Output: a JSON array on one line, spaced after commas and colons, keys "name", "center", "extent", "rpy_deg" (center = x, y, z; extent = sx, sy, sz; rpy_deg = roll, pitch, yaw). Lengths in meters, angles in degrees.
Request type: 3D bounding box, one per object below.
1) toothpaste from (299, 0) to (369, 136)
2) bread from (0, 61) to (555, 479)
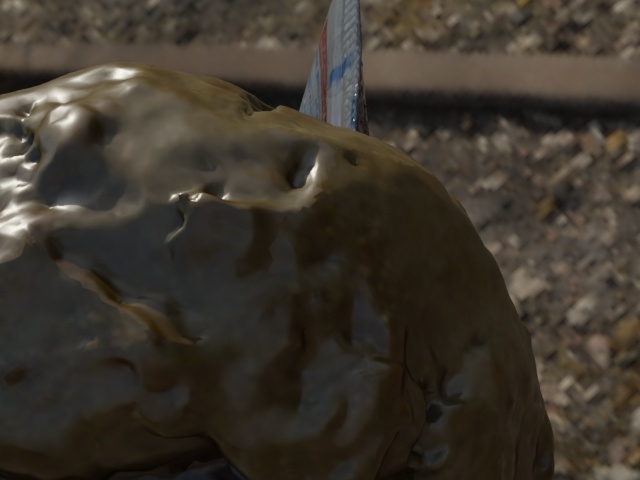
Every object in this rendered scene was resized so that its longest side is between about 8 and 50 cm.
[{"name": "toothpaste", "center": [0.000, 0.000, 0.711], "extent": [0.057, 0.234, 0.089], "rpy_deg": [2, 60, -2]}, {"name": "bread", "center": [-0.050, 0.069, 0.488], "extent": [0.230, 0.230, 0.123], "rpy_deg": [-30, 32, 20]}]
